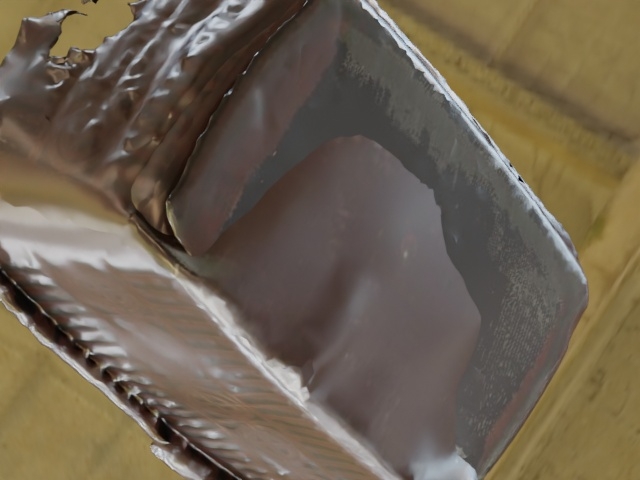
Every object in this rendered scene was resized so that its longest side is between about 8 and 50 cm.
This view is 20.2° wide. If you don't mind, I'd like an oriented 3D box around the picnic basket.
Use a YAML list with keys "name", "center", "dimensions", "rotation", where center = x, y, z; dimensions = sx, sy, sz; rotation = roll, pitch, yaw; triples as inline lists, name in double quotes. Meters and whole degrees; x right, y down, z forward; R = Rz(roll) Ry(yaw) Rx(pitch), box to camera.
- name: "picnic basket"
  center: [0.000, 0.000, 0.793]
  dimensions: [0.129, 0.297, 0.222]
  rotation: [14, -116, 48]
